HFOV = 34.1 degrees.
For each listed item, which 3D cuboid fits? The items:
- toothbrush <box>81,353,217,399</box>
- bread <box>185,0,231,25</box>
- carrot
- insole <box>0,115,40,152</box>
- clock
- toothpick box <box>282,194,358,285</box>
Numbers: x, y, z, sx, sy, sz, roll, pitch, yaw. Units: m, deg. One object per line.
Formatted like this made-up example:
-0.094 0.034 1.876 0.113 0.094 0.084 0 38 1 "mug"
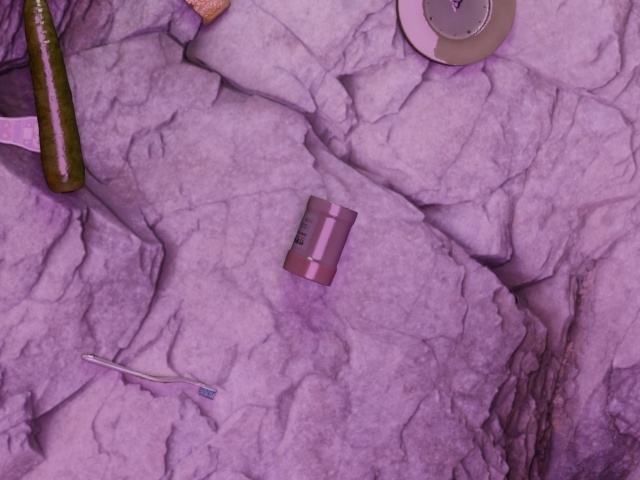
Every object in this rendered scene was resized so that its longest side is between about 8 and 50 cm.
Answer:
-0.318 0.250 1.952 0.263 0.022 0.026 19 80 -13 "toothbrush"
-0.208 -0.440 1.891 0.070 0.035 0.083 -45 109 -3 "bread"
-0.473 -0.259 1.828 0.074 0.074 0.358 -10 99 -11 "carrot"
-0.539 -0.195 1.864 0.197 0.004 0.065 7 95 -13 "insole"
0.259 -0.450 1.992 0.235 0.029 0.234 -1 96 -10 "clock"
0.000 0.000 1.950 0.098 0.098 0.148 21 91 -13 "toothpick box"
